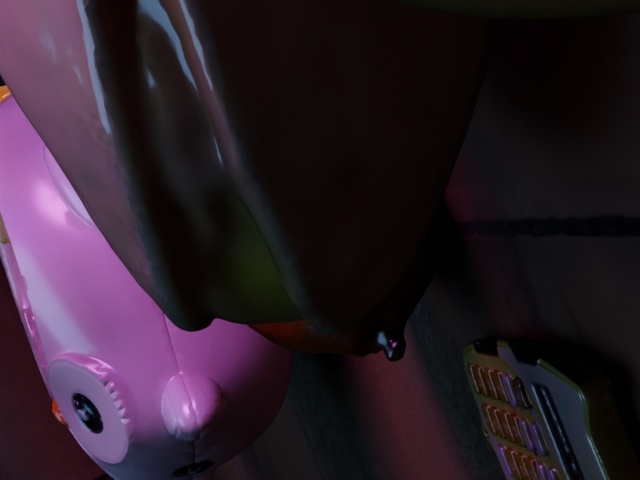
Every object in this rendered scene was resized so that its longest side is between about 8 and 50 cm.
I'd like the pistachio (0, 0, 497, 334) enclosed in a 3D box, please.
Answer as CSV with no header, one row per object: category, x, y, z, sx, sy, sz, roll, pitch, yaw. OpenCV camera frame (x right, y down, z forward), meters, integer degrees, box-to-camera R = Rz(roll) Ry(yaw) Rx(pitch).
pistachio,-0.057,-0.172,0.710,0.365,0.281,0.445,-66,-35,-74

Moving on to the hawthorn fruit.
hawthorn fruit,0.000,0.000,0.994,0.188,0.169,0.169,60,163,26

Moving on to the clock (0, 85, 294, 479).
clock,-0.153,0.032,1.370,0.368,0.250,0.377,105,145,-65

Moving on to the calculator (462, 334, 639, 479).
calculator,0.147,0.130,0.927,0.157,0.033,0.236,67,167,-6

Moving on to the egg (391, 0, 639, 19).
egg,0.060,-0.180,0.369,0.322,0.250,0.250,24,136,54
